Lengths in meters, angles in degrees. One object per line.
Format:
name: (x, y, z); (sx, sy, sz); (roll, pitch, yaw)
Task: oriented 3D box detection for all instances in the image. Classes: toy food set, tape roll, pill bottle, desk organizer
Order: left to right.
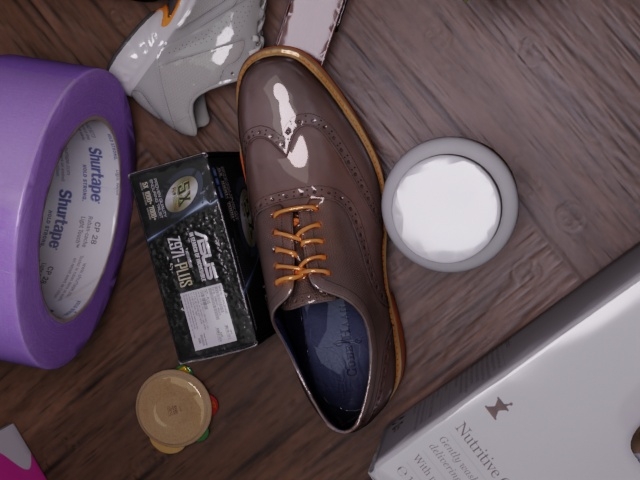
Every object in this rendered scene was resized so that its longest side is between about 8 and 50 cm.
tape roll: (-0.256, -0.026, 1.030); (0.090, 0.275, 0.275); (11, 96, 9)
toy food set: (-0.147, 0.171, 1.157); (0.082, 0.020, 0.083); (-29, 89, 10)
desk organizer: (-0.015, -0.190, 1.092); (0.050, 0.047, 0.130); (19, 99, 2)
pill bottle: (0.116, -0.033, 1.000); (0.117, 0.208, 0.118); (1, 95, 10)

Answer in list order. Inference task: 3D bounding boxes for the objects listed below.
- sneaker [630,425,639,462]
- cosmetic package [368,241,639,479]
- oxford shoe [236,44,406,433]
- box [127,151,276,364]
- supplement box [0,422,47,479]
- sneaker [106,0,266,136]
sneaker: (0.394, 0.150, 0.872); (0.282, 0.099, 0.153); (-28, 90, 6)
cosmetic package: (0.262, 0.158, 1.016); (0.385, 0.156, 0.217); (-39, 89, 10)
oxford shoe: (0.000, 0.000, 1.042); (0.130, 0.133, 0.364); (-16, 99, 13)
box: (-0.100, 0.012, 1.072); (0.077, 0.147, 0.180); (-15, 91, 10)
supplement box: (-0.394, 0.296, 1.163); (0.220, 0.114, 0.111); (-32, 88, 9)
sneaker: (-0.082, -0.214, 1.086); (0.121, 0.099, 0.262); (41, 107, -3)
